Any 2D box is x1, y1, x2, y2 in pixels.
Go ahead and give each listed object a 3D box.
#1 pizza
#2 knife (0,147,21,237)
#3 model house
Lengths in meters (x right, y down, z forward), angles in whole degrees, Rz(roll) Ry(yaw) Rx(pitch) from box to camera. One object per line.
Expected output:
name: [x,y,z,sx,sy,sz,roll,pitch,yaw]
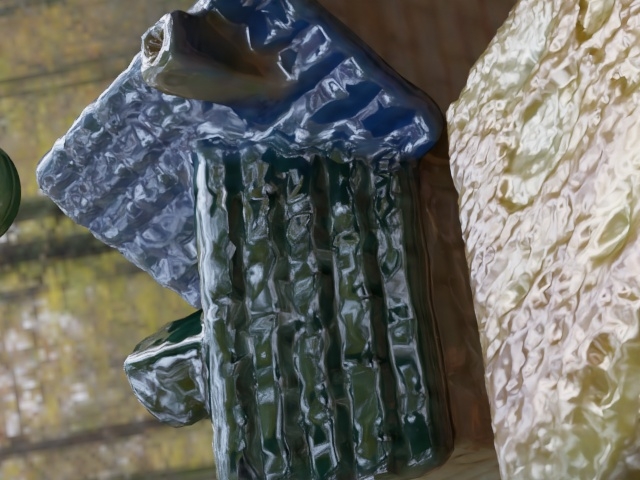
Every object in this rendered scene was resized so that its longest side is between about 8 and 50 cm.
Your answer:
pizza: [0.137,-0.059,0.488,0.258,0.087,0.268,-58,15,29]
knife: [-0.242,-0.082,0.773,0.260,0.063,0.034,35,177,18]
model house: [0.000,0.000,1.209,0.400,0.395,0.446,9,-117,-39]
